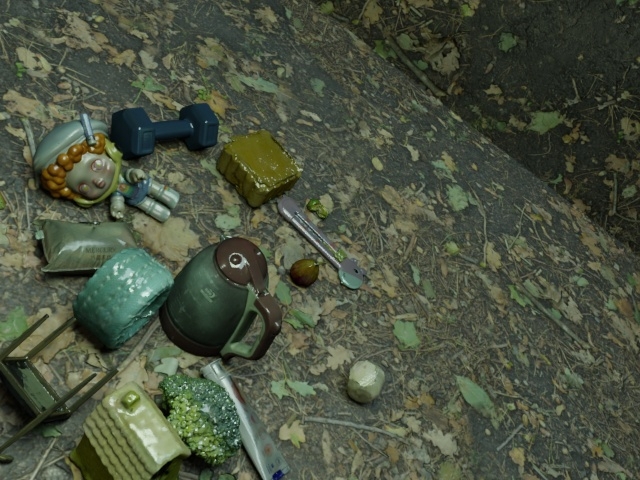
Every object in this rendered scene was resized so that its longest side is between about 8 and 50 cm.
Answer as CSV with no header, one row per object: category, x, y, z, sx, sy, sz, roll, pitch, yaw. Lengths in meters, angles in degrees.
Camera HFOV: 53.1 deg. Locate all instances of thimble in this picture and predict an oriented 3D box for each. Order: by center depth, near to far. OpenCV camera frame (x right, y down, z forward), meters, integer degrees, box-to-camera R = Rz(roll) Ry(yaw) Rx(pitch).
thimble,-0.458,0.129,1.505,0.143,0.235,0.198,42,0,2

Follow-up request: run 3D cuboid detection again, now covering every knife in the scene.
knife,0.000,-0.001,2.115,0.398,0.038,0.132,44,38,4

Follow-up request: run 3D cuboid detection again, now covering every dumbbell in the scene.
dumbbell,-0.470,-0.338,1.961,0.325,0.144,0.160,-18,69,-45

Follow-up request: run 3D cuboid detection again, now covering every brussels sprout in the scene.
brussels sprout,-0.009,-0.109,2.204,0.083,0.046,0.051,40,36,-18

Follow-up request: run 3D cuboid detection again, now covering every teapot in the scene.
teapot,-0.224,0.154,1.596,0.233,0.312,0.315,-19,68,-44

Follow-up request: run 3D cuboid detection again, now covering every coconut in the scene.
coconut,0.129,0.391,1.818,0.110,0.110,0.124,32,46,-11

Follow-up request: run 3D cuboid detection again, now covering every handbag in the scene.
handbag,-0.574,0.010,1.603,0.270,0.117,0.182,1,47,-39

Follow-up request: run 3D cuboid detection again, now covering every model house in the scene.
model house,-0.380,0.416,1.288,0.175,0.234,0.193,-28,67,-38

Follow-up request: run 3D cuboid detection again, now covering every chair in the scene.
chair,-0.588,0.300,1.313,0.272,0.166,0.188,-40,83,-7

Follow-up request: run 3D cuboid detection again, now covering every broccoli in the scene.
broccoli,-0.271,0.408,1.453,0.176,0.226,0.198,-5,33,-19

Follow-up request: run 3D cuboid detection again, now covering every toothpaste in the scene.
toothpaste,-0.185,0.441,1.569,0.323,0.066,0.100,56,28,10

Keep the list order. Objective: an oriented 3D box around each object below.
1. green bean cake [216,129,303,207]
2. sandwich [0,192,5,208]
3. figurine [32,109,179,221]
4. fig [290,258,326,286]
green bean cake,-0.201,-0.238,2.095,0.224,0.131,0.230,48,44,11
sandwich,-0.893,-0.134,1.552,0.187,0.144,0.117,13,35,21
figurine,-0.583,-0.166,1.741,0.382,0.224,0.205,45,11,-34
fig,-0.034,0.085,1.946,0.089,0.125,0.089,24,46,-27
